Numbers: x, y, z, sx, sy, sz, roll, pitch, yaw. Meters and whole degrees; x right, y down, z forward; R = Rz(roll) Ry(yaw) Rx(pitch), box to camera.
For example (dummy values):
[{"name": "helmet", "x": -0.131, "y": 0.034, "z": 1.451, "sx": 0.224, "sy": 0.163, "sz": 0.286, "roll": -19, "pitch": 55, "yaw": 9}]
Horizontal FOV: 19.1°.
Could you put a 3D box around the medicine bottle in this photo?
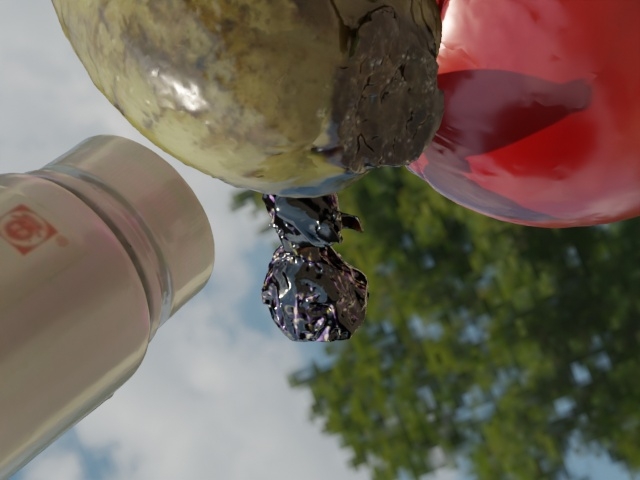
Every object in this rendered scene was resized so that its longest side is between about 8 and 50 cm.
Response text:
[{"name": "medicine bottle", "x": -0.208, "y": 0.051, "z": 1.232, "sx": 0.293, "sy": 0.170, "sz": 0.170, "roll": -40, "pitch": -74, "yaw": -42}]

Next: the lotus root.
[{"name": "lotus root", "x": -0.040, "y": -0.101, "z": 0.769, "sx": 0.214, "sy": 0.138, "sz": 0.138, "roll": 45, "pitch": -168, "yaw": 28}]

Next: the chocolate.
[{"name": "chocolate", "x": -0.002, "y": -0.002, "z": 1.045, "sx": 0.072, "sy": 0.070, "sz": 0.147, "roll": 47, "pitch": 156, "yaw": 23}]

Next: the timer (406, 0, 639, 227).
[{"name": "timer", "x": 0.172, "y": -0.188, "z": 1.129, "sx": 0.279, "sy": 0.378, "sz": 0.378, "roll": 37, "pitch": -167, "yaw": 23}]
